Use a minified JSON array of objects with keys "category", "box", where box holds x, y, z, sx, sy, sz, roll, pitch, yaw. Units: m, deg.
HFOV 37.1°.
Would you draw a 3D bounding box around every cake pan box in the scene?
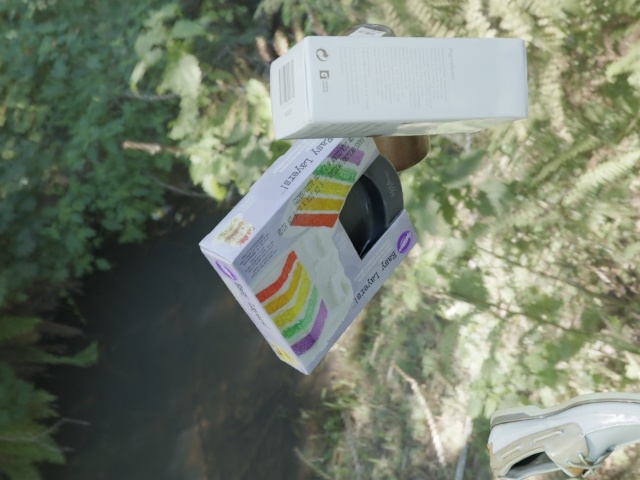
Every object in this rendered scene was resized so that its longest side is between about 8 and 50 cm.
[{"category":"cake pan box","box":[0.000,0.000,1.218,0.070,0.246,0.267,24,63,39]}]

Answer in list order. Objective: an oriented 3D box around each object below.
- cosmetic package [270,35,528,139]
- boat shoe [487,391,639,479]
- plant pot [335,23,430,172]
[{"category":"cosmetic package","box":[0.076,-0.148,0.935,0.117,0.231,0.086,174,93,-71]},{"category":"boat shoe","box":[0.376,0.294,1.393,0.302,0.113,0.103,-24,45,47]},{"category":"plant pot","box":[0.090,-0.271,1.752,0.215,0.215,0.230,48,152,50]}]
